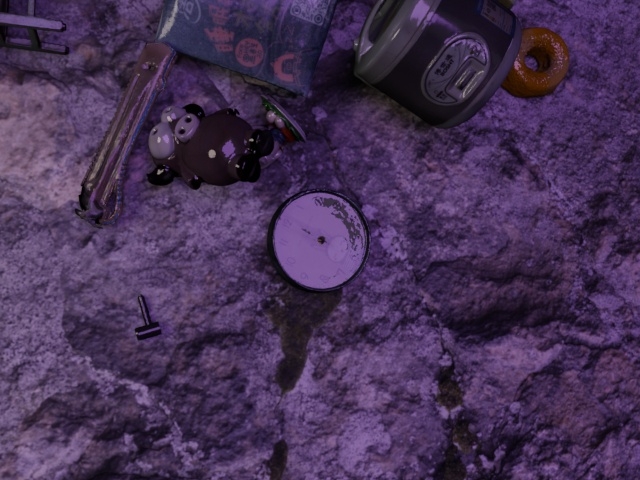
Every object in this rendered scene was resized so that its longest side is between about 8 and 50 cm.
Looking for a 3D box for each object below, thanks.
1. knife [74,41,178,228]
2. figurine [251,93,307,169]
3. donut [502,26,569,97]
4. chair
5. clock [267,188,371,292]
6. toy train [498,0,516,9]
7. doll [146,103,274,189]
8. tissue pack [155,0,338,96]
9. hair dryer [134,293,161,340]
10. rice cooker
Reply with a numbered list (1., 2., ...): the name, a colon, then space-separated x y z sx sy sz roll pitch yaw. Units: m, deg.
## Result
1. knife: -0.356 -0.198 1.251 0.089 0.043 0.366 23 90 -7
2. figurine: -0.119 -0.192 1.314 0.153 0.132 0.132 -45 98 -2
3. donut: 0.482 -0.406 1.520 0.178 0.065 0.162 -18 91 -17
4. chair: -0.580 -0.426 1.178 0.270 0.147 0.137 4 85 -17
5. clock: 0.000 0.000 1.364 0.214 0.042 0.215 1 86 -15
6. toy train: 0.357 -0.668 1.449 0.253 0.160 0.397 35 68 -18
7. doll: -0.213 -0.169 1.234 0.257 0.117 0.182 17 70 26
8. tissue pack: -0.138 -0.435 1.292 0.315 0.103 0.228 16 105 -15
9. hair dryer: -0.331 0.142 1.267 0.047 0.026 0.083 -15 86 -17
10. rice cooker: 0.223 -0.392 1.330 0.276 0.288 0.289 32 78 -16
